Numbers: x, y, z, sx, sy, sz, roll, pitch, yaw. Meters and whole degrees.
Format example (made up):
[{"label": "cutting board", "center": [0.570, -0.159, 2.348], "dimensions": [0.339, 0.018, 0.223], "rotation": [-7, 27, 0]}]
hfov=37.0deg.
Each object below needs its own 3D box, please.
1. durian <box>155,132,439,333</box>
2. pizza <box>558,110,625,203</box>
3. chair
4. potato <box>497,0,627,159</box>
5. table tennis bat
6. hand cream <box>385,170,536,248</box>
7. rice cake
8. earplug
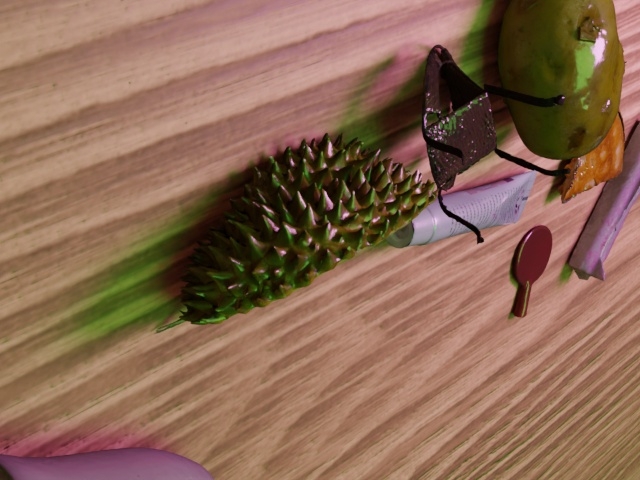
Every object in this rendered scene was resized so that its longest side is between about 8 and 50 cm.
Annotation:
[{"label": "durian", "center": [-0.002, -0.004, 1.030], "dimensions": [0.355, 0.157, 0.169], "rotation": [-29, 147, -33]}, {"label": "pizza", "center": [0.425, -0.123, 1.508], "dimensions": [0.176, 0.036, 0.185], "rotation": [-56, 142, -5]}, {"label": "chair", "center": [0.171, -0.128, 1.120], "dimensions": [0.149, 0.213, 0.174], "rotation": [-31, 133, -12]}, {"label": "potato", "center": [0.314, -0.231, 1.248], "dimensions": [0.186, 0.149, 0.253], "rotation": [-25, 121, -56]}, {"label": "table tennis bat", "center": [0.333, 0.049, 1.519], "dimensions": [0.098, 0.019, 0.154], "rotation": [-8, 114, -45]}, {"label": "hand cream", "center": [0.205, -0.038, 1.299], "dimensions": [0.331, 0.058, 0.085], "rotation": [-12, 123, -46]}, {"label": "rice cake", "center": [0.505, -0.063, 1.594], "dimensions": [0.051, 0.081, 0.290], "rotation": [24, 92, -37]}, {"label": "earplug", "center": [-0.217, 0.277, 0.960], "dimensions": [0.301, 0.172, 0.172], "rotation": [3, 109, -54]}]
